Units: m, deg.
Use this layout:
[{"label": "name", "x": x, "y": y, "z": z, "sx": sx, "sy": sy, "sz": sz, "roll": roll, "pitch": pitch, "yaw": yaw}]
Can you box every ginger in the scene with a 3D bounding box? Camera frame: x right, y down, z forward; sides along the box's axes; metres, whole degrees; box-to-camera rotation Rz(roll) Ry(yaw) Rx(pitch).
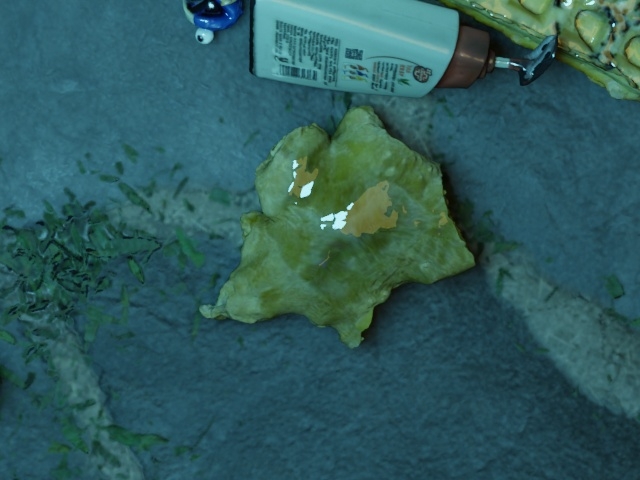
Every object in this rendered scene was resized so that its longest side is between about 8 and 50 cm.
[{"label": "ginger", "x": 0.000, "y": 0.000, "z": 1.822, "sx": 0.270, "sy": 0.123, "sz": 0.219, "roll": -28, "pitch": 102, "yaw": -3}]

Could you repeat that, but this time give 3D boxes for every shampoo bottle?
[{"label": "shampoo bottle", "x": 0.075, "y": -0.187, "z": 1.785, "sx": 0.284, "sy": 0.153, "sz": 0.071, "roll": 8, "pitch": 64, "yaw": -1}]

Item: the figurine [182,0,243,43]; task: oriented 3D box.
[{"label": "figurine", "x": -0.095, "y": -0.319, "z": 1.784, "sx": 0.164, "sy": 0.121, "sz": 0.262, "roll": 25, "pitch": 117, "yaw": 16}]

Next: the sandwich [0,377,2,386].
[{"label": "sandwich", "x": -0.445, "y": 0.118, "z": 1.796, "sx": 0.292, "sy": 0.109, "sz": 0.212, "roll": 6, "pitch": 102, "yaw": -5}]

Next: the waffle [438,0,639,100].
[{"label": "waffle", "x": 0.201, "y": -0.318, "z": 1.814, "sx": 0.376, "sy": 0.114, "sz": 0.261, "roll": 27, "pitch": 92, "yaw": -9}]
